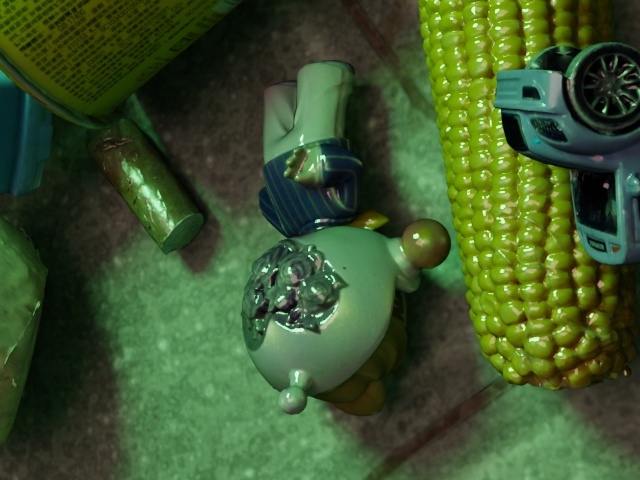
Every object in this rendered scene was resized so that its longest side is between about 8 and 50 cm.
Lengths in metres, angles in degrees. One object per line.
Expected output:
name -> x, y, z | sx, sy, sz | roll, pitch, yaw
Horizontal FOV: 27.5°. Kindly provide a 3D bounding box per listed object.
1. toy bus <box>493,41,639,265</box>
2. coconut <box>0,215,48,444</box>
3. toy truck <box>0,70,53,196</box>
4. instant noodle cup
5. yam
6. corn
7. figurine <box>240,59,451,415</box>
toy bus -> 0.251, -0.045, 0.805 | 0.292, 0.125, 0.133 | 6, 96, -6
coconut -> -0.371, 0.070, 1.129 | 0.247, 0.245, 0.245 | 14, 94, -8
toy truck -> -0.367, -0.191, 1.162 | 0.385, 0.162, 0.161 | 51, 140, 34
instant noodle cup -> -0.158, -0.287, 1.033 | 0.254, 0.325, 0.325 | -31, 72, 15
yam -> -0.154, -0.050, 1.144 | 0.054, 0.054, 0.132 | -46, 67, 18
corn -> 0.147, -0.089, 0.934 | 0.144, 0.144, 0.387 | -7, 86, 29
figurine -> 0.007, -0.006, 1.009 | 0.194, 0.133, 0.274 | 7, 86, 44
